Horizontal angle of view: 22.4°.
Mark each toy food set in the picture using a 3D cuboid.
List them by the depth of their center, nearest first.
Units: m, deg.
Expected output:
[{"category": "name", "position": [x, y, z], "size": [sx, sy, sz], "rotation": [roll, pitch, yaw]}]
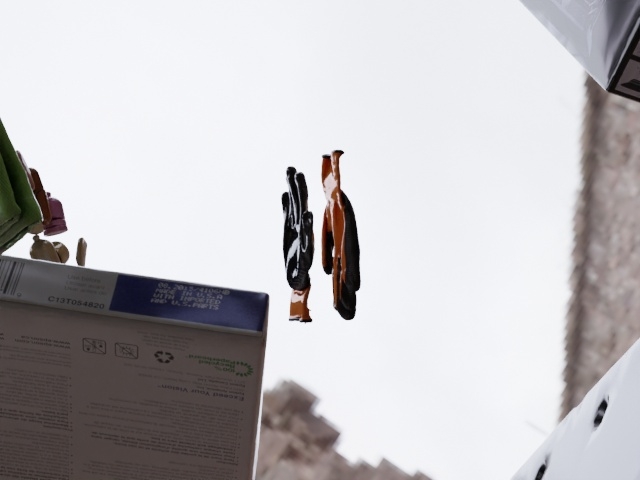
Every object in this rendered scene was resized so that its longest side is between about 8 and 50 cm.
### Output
[{"category": "toy food set", "position": [-0.210, -0.019, 1.189], "size": [0.019, 0.078, 0.122], "rotation": [-18, -50, 13]}]

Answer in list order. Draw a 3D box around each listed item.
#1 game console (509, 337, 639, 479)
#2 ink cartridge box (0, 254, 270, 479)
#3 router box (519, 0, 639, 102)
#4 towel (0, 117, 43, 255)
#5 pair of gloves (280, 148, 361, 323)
[{"category": "game console", "position": [0.109, 0.219, 0.753], "size": [0.386, 0.060, 0.342], "rotation": [112, 179, -60]}, {"category": "ink cartridge box", "position": [-0.147, 0.104, 0.991], "size": [0.045, 0.223, 0.224], "rotation": [-82, 1, -45]}, {"category": "router box", "position": [0.305, -0.295, 1.558], "size": [0.081, 0.309, 0.243], "rotation": [16, -67, -21]}, {"category": "towel", "position": [-0.170, -0.027, 0.627], "size": [0.023, 0.113, 0.152], "rotation": [-20, -8, -43]}, {"category": "pair of gloves", "position": [0.000, 0.000, 0.725], "size": [0.010, 0.083, 0.074], "rotation": [-2, -94, -21]}]
